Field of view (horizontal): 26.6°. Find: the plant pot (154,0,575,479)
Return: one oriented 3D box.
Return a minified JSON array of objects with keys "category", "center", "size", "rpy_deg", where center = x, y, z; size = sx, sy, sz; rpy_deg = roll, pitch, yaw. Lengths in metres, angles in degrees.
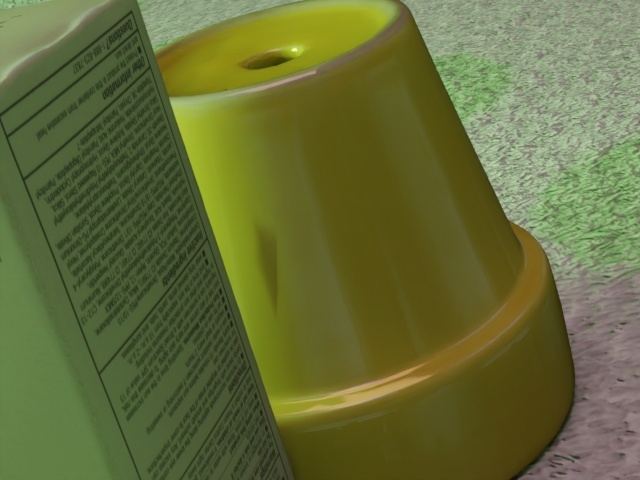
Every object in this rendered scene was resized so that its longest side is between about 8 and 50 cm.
[{"category":"plant pot","center":[0.000,0.000,0.764],"size":[0.254,0.239,0.254],"rpy_deg":[-13,23,5]}]

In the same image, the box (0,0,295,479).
[{"category":"box","center":[-0.112,0.063,0.598],"size":[0.121,0.311,0.148],"rpy_deg":[-6,24,22]}]
